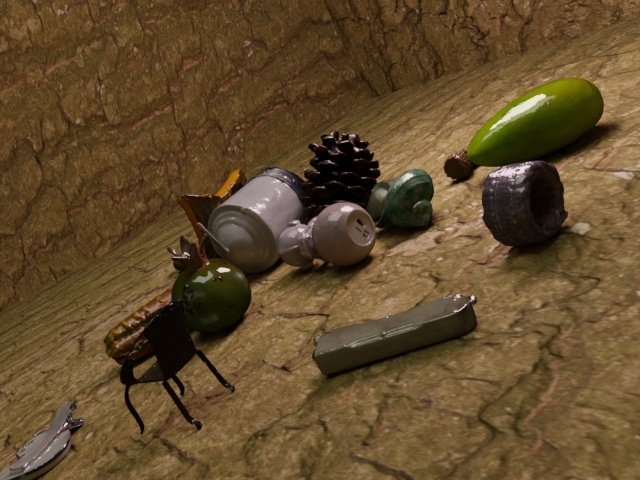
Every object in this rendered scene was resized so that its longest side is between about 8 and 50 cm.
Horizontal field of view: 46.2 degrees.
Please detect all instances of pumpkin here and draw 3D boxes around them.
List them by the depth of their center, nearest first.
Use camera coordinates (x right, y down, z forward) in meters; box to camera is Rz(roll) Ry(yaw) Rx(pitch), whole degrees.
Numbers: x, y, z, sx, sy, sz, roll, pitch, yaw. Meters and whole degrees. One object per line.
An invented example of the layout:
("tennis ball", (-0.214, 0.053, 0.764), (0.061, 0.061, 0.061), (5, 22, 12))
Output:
("pumpkin", (-0.286, -0.028, 2.116), (0.095, 0.290, 0.258), (14, 28, 37))

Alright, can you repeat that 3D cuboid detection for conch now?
("conch", (0.192, -0.088, 1.747), (0.176, 0.122, 0.188), (-46, 12, 4))

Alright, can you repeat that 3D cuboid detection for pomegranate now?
("pomegranate", (-0.254, 0.093, 1.663), (0.181, 0.224, 0.181), (-17, 21, 7))

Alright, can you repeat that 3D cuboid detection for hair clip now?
("hair clip", (-0.534, 0.396, 1.429), (0.140, 0.054, 0.220), (-14, 21, 25))

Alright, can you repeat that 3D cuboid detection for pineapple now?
("pineapple", (0.379, -0.209, 1.962), (0.074, 0.074, 0.159), (-15, 10, 36))

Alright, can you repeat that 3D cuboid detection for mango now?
("mango", (0.506, -0.271, 1.783), (0.343, 0.156, 0.192), (-29, 6, 4))

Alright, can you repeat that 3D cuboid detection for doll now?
("doll", (0.000, 0.000, 1.734), (0.151, 0.151, 0.287), (-37, 14, -38))

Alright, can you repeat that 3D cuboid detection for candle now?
("candle", (-0.165, -0.041, 2.001), (0.221, 0.221, 0.342), (-15, 22, 37))

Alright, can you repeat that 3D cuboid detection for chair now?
("chair", (-0.266, 0.213, 1.296), (0.149, 0.213, 0.174), (-9, 21, 34))

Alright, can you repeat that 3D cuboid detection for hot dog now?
("hot dog", (-0.379, 0.194, 1.755), (0.269, 0.115, 0.072), (-37, -3, -18))

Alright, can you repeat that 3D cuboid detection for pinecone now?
("pinecone", (0.060, -0.152, 1.960), (0.224, 0.273, 0.224), (6, -10, 1))

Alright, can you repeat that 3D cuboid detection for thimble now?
("thimble", (0.362, -0.065, 1.328), (0.097, 0.150, 0.150), (-6, 24, 48))

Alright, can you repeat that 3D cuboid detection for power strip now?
("power strip", (0.117, 0.147, 1.190), (0.285, 0.048, 0.080), (-21, 18, 19))

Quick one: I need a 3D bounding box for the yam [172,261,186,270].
("yam", (-0.399, 0.074, 2.321), (0.056, 0.057, 0.241), (-33, 14, -26))
